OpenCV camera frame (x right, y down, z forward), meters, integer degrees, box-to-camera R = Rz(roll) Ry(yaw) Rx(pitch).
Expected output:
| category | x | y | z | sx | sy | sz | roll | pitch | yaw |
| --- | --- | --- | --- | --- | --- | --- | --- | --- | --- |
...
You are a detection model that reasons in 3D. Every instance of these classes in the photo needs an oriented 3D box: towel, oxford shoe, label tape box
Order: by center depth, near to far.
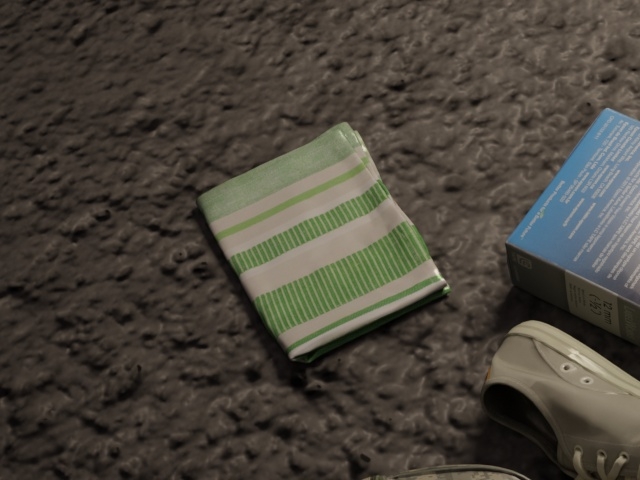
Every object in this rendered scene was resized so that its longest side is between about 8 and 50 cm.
| category | x | y | z | sx | sy | sz | roll | pitch | yaw |
| --- | --- | --- | --- | --- | --- | --- | --- | --- | --- |
| oxford shoe | 0.359 | 0.242 | 1.897 | 0.449 | 0.169 | 0.130 | 30 | 63 | 37 |
| label tape box | 0.443 | 0.011 | 2.077 | 0.347 | 0.115 | 0.249 | 28 | 66 | 26 |
| towel | 0.000 | 0.000 | 2.237 | 0.247 | 0.038 | 0.325 | -27 | 53 | -5 |

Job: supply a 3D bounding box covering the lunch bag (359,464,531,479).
| category | x | y | z | sx | sy | sz | roll | pitch | yaw |
| --- | --- | --- | --- | --- | --- | --- | --- | --- | --- |
| lunch bag | 0.134 | 0.373 | 1.767 | 0.256 | 0.305 | 0.213 | -18 | 53 | 2 |
